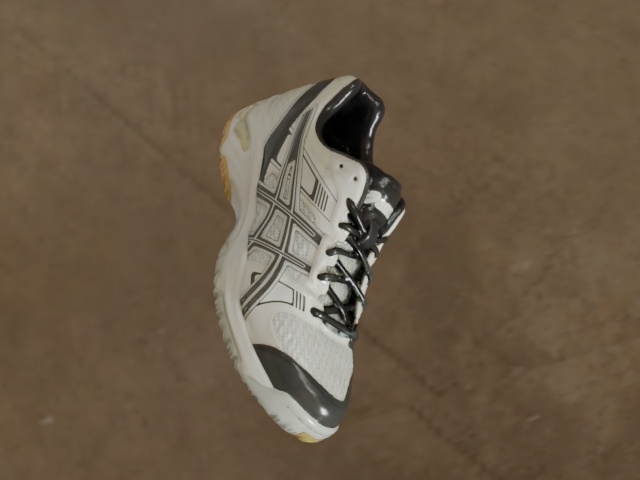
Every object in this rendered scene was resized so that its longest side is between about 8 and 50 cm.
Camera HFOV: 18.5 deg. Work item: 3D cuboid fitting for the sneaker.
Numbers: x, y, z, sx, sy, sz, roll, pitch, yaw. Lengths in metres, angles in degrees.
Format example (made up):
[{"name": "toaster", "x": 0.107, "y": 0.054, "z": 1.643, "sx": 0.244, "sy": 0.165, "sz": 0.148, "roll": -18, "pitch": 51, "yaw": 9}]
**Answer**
[{"name": "sneaker", "x": 0.000, "y": 0.000, "z": 0.407, "sx": 0.037, "sy": 0.032, "sz": 0.083, "roll": -23, "pitch": 54, "yaw": 26}]
